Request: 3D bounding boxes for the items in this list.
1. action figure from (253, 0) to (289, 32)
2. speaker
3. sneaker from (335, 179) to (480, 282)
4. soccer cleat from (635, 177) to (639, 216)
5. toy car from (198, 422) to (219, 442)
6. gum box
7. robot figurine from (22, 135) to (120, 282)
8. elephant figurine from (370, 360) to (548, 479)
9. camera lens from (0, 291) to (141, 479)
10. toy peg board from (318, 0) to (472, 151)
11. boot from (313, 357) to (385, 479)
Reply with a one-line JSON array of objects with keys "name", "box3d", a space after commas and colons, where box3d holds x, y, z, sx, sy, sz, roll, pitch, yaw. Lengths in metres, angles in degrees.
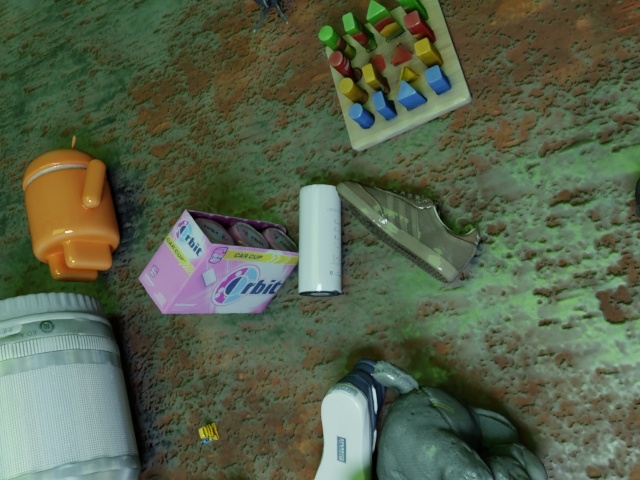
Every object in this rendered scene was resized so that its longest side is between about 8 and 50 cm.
[{"name": "action figure", "box3d": [-0.084, -0.433, 0.959, 0.164, 0.141, 0.275, -8, 102, 19]}, {"name": "speaker", "box3d": [0.000, 0.000, 0.863, 0.055, 0.055, 0.136, -6, 77, 28]}, {"name": "sneaker", "box3d": [0.103, -0.026, 0.817, 0.188, 0.066, 0.071, 40, 81, 26]}, {"name": "soccer cleat", "box3d": [0.429, 0.026, 0.603, 0.116, 0.108, 0.318, -40, 59, -7]}, {"name": "toy car", "box3d": [-0.165, 0.303, 0.899, 0.060, 0.040, 0.122, -13, 74, 26]}, {"name": "gum box", "box3d": [-0.112, 0.031, 0.846, 0.062, 0.188, 0.107, 48, 111, 27]}, {"name": "robot figurine", "box3d": [-0.376, -0.047, 1.042, 0.128, 0.158, 0.219, -14, 68, -14]}, {"name": "elephant figurine", "box3d": [0.100, 0.281, 0.702, 0.239, 0.169, 0.186, -61, 29, 23]}, {"name": "camera lens", "box3d": [-0.371, 0.233, 0.924, 0.219, 0.219, 0.274, -26, 68, 22]}, {"name": "toy peg board", "box3d": [0.079, -0.220, 0.851, 0.161, 0.079, 0.160, -22, 69, 24]}, {"name": "boot", "box3d": [0.041, 0.233, 0.790, 0.069, 0.086, 0.190, 16, 115, 23]}]
